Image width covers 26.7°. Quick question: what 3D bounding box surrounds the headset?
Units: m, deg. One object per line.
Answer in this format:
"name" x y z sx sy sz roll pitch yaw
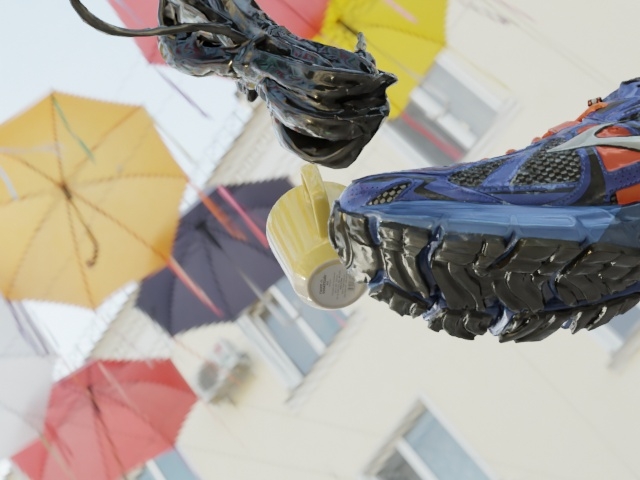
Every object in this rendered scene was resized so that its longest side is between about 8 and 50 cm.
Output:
"headset" -0.038 -0.217 0.383 0.243 0.185 0.394 -23 -47 -27

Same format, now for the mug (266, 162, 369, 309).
"mug" -0.001 0.003 0.779 0.062 0.064 0.078 -39 -58 14

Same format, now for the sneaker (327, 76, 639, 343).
"sneaker" 0.110 -0.017 0.526 0.221 0.087 0.083 -4 -32 -10
